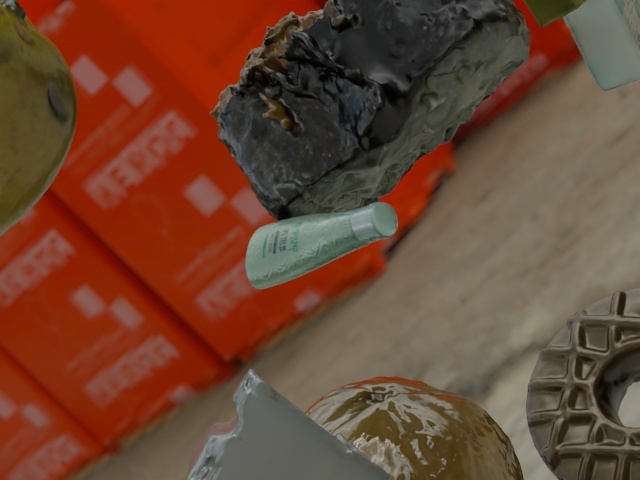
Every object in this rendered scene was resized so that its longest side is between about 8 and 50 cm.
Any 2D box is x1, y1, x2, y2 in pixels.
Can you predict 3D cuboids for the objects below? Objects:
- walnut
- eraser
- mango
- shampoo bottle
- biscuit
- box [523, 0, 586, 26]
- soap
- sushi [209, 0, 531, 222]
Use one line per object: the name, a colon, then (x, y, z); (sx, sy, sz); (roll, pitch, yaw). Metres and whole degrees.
walnut: (0.083, 0.307, 1.906); (0.333, 0.333, 0.333); (-44, 8, 8)
eraser: (0.260, -0.231, 1.601); (0.052, 0.095, 0.225); (-20, 28, 25)
mango: (-0.363, -0.082, 1.371); (0.365, 0.182, 0.253); (-17, -46, -23)
shampoo bottle: (0.000, 0.000, 1.765); (0.191, 0.041, 0.069); (-16, 51, 47)
biscuit: (0.425, 0.203, 2.327); (0.332, 0.103, 0.332); (-16, 52, 21)
box: (0.134, -0.205, 0.977); (0.030, 0.121, 0.193); (-26, 12, 41)
soap: (-0.067, 0.246, 1.582); (0.257, 0.159, 0.302); (-62, 5, -1)
sushi: (0.042, -0.169, 1.848); (0.348, 0.207, 0.234); (-40, -18, 14)
